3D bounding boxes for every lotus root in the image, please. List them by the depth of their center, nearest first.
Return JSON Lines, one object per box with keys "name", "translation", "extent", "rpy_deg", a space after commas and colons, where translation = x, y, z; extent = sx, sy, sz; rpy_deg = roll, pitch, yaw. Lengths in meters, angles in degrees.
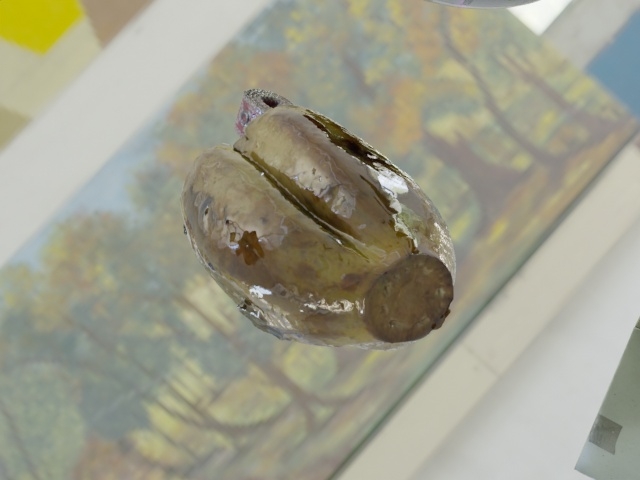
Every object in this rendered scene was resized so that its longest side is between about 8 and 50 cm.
{"name": "lotus root", "translation": [-0.005, -0.004, 1.376], "extent": [0.193, 0.291, 0.193], "rpy_deg": [-22, -50, -28]}

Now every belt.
{"name": "belt", "translation": [-0.021, -0.091, 1.657], "extent": [0.071, 0.232, 0.053], "rpy_deg": [4, -62, -30]}

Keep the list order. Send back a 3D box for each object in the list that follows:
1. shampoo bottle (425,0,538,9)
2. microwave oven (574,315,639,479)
{"name": "shampoo bottle", "translation": [0.183, -0.414, 1.927], "extent": [0.266, 0.273, 0.273], "rpy_deg": [-5, -13, -11]}
{"name": "microwave oven", "translation": [0.384, 0.198, 1.451], "extent": [0.145, 0.240, 0.194], "rpy_deg": [14, -81, -50]}
